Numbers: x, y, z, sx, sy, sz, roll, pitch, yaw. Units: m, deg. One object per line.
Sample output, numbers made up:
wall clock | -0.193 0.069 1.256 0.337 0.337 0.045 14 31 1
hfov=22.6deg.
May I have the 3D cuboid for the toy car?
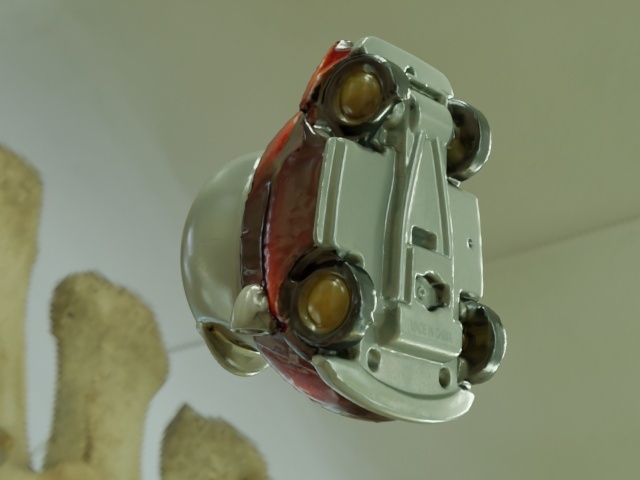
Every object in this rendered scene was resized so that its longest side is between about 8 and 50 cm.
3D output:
toy car | 0.000 0.000 0.604 0.112 0.139 0.112 -6 -16 35
